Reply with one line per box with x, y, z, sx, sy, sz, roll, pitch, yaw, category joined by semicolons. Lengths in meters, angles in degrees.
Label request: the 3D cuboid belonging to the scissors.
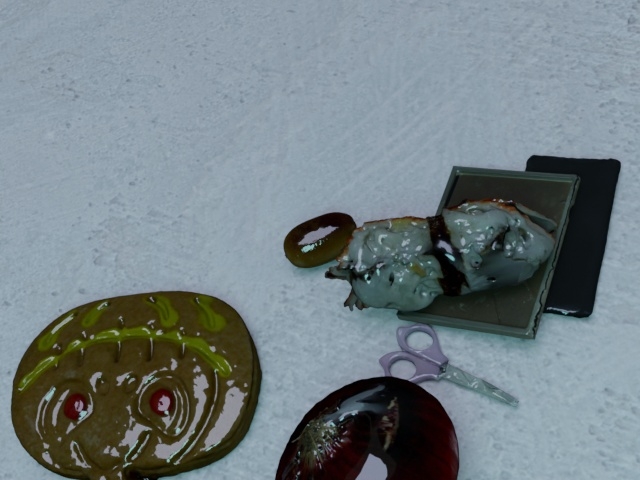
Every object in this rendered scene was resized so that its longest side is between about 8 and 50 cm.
0.187;0.190;1.377;0.212;0.021;0.110;21;65;30;scissors

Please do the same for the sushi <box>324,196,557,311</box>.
0.177;0.022;1.387;0.332;0.124;0.130;-11;43;16;sushi

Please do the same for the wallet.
0.363;-0.012;1.458;0.146;0.030;0.285;9;61;19;wallet

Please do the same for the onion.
0.075;0.320;1.239;0.273;0.285;0.273;-39;24;21;onion

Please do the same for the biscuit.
-0.285;0.231;1.451;0.394;0.070;0.351;-12;56;7;biscuit

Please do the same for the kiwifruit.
0.000;0.000;1.523;0.124;0.075;0.075;-24;55;-5;kiwifruit

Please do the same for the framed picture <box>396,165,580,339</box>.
0.257;0.009;1.454;0.213;0.016;0.289;6;58;29;framed picture
